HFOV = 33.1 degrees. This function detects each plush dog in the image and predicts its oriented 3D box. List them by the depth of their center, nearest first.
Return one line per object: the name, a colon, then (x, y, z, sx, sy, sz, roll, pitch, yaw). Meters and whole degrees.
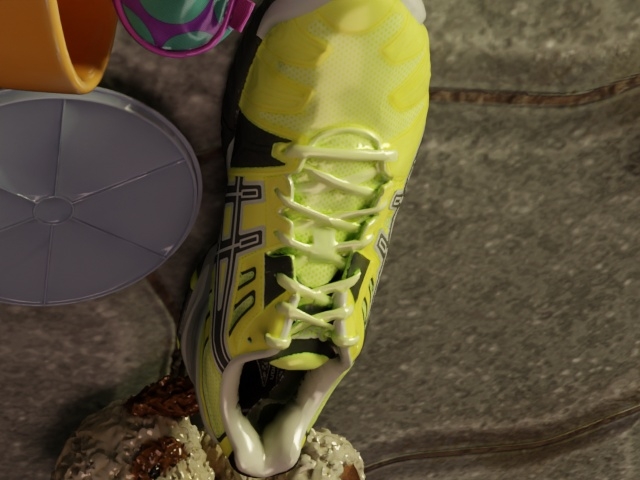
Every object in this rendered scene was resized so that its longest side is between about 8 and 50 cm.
plush dog: (-0.126, 0.223, 0.938, 0.225, 0.210, 0.262, 41, 83, -30)

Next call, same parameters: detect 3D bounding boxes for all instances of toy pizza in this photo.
toy pizza: (-0.180, -0.030, 0.721, 0.201, 0.032, 0.201, -10, 138, -9)

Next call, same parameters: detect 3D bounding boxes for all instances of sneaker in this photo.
sneaker: (0.000, 0.000, 0.727, 0.145, 0.147, 0.385, 0, 128, -19)

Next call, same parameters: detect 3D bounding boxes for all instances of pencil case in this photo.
pencil case: (-0.065, -0.141, 0.557, 0.070, 0.152, 0.065, 24, 112, -8)

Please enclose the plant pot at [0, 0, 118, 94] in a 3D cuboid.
plant pot: (-0.190, -0.170, 0.458, 0.187, 0.205, 0.205, 3, 136, -2)
